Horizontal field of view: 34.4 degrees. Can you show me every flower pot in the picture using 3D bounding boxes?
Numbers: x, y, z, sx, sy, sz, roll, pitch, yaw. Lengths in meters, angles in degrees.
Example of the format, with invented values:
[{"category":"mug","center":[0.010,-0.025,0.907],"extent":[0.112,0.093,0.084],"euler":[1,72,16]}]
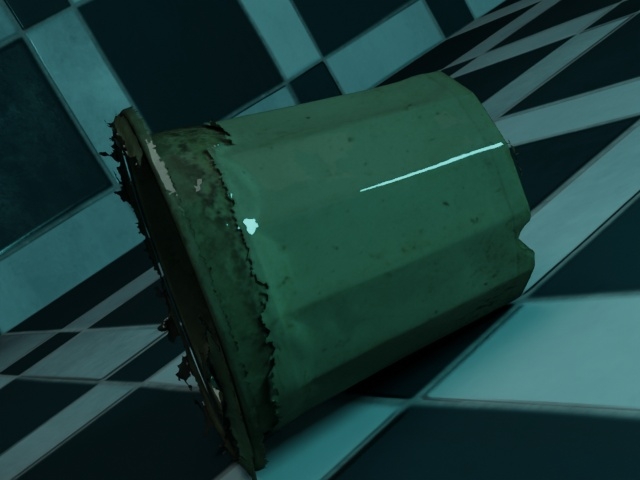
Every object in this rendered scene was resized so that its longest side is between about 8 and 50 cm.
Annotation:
[{"category":"flower pot","center":[0.000,0.000,0.773],"extent":[0.259,0.290,0.290],"euler":[-22,10,-14]}]
